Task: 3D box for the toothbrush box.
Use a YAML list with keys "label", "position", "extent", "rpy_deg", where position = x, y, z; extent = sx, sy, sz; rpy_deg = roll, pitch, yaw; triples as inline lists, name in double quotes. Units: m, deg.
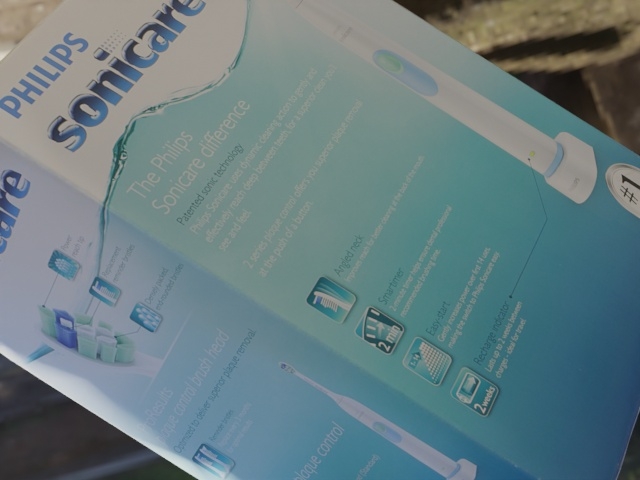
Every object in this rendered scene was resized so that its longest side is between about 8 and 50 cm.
- label: "toothbrush box"
  position: [0.000, 0.000, 0.683]
  extent: [0.126, 0.295, 0.216]
  rpy_deg: [-56, -178, 45]
